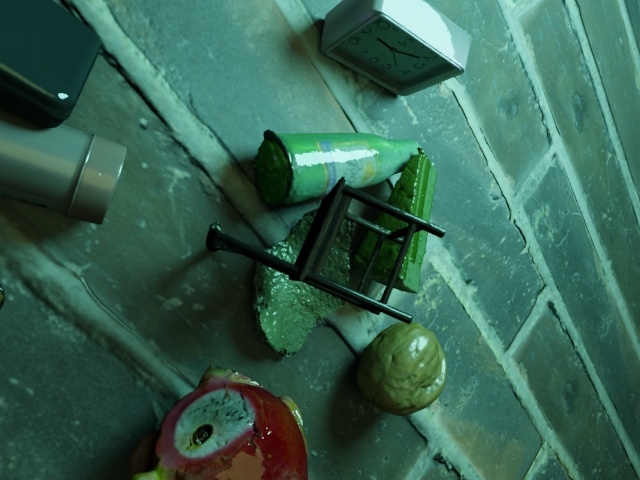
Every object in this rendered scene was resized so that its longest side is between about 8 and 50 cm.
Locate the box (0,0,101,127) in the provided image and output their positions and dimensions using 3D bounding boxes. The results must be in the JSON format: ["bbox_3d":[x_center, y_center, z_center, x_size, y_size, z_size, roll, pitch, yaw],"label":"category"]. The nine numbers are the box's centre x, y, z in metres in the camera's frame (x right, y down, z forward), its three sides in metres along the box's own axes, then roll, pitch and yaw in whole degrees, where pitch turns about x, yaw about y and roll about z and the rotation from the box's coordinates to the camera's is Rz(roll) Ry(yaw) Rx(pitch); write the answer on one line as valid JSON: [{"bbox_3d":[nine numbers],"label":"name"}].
[{"bbox_3d":[-0.331,-0.219,0.372,0.230,0.050,0.160,33,34,-40],"label":"box"}]

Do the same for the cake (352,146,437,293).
[{"bbox_3d":[0.158,-0.027,0.683,0.100,0.099,0.235,28,91,-53],"label":"cake"}]

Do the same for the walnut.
[{"bbox_3d":[0.142,0.221,0.708,0.167,0.149,0.166,-24,133,-28],"label":"walnut"}]

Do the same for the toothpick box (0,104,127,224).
[{"bbox_3d":[-0.300,-0.084,0.436,0.149,0.098,0.098,19,83,-31],"label":"toothpick box"}]

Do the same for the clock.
[{"bbox_3d":[0.117,-0.312,0.647,0.197,0.150,0.063,15,82,-32],"label":"clock"}]

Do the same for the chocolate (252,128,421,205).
[{"bbox_3d":[0.046,-0.125,0.651,0.291,0.110,0.110,-14,101,-33],"label":"chocolate"}]

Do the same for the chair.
[{"bbox_3d":[0.000,0.000,0.541,0.260,0.154,0.141,24,81,-6],"label":"chair"}]

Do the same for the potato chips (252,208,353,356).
[{"bbox_3d":[-0.020,0.064,0.642,0.167,0.059,0.228,44,81,-18],"label":"potato chips"}]

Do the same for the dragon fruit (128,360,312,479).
[{"bbox_3d":[-0.117,0.294,0.520,0.224,0.224,0.226,-20,116,-29],"label":"dragon fruit"}]

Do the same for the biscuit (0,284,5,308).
[{"bbox_3d":[-0.487,0.086,0.383,0.237,0.013,0.232,39,74,-29],"label":"biscuit"}]
